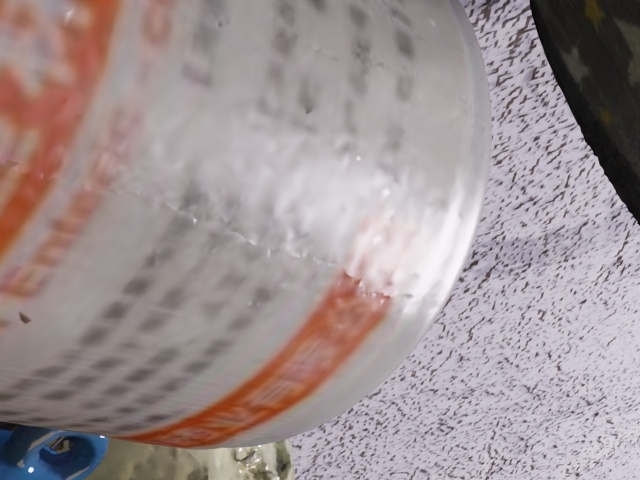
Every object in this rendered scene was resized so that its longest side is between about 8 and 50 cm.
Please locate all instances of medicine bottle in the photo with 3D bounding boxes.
[{"bbox_3d":[-0.128,-0.063,0.386,0.211,0.211,0.371,-41,146,22],"label":"medicine bottle"}]

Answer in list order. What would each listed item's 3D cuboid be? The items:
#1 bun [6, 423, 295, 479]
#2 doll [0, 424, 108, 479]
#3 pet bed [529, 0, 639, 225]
[{"bbox_3d":[-0.115,0.179,0.813,0.220,0.134,0.220,-15,147,-10],"label":"bun"},{"bbox_3d":[-0.213,0.185,0.674,0.341,0.099,0.346,-39,135,20],"label":"doll"},{"bbox_3d":[0.220,-0.113,0.593,0.211,0.183,0.159,-9,150,-22],"label":"pet bed"}]
